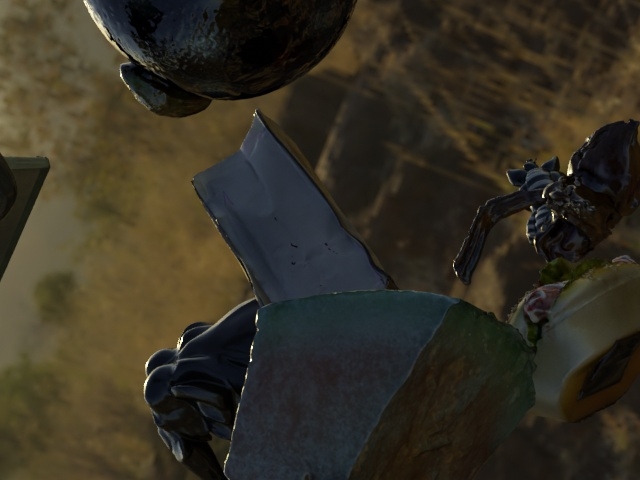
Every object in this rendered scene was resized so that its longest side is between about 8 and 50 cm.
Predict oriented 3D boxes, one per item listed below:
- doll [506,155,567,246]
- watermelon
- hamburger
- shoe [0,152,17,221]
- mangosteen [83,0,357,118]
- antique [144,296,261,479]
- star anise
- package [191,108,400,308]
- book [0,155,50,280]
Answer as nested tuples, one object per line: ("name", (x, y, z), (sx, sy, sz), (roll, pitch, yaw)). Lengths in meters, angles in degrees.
("doll", (0.349, -0.048, 2.558), (0.091, 0.067, 0.219), (-20, 44, 8))
("watermelon", (0.035, 0.166, 1.474), (0.151, 0.264, 0.302), (30, 80, 34))
("hamburger", (0.265, 0.096, 1.705), (0.116, 0.210, 0.173), (37, 123, 27))
("shoe", (-0.385, -0.013, 1.406), (0.132, 0.336, 0.171), (-54, 53, 32))
("mangosteen", (-0.098, -0.250, 1.564), (0.288, 0.288, 0.288), (-57, 20, 36))
("antique", (-0.074, 0.200, 2.237), (0.322, 0.255, 0.185), (-38, 21, 16))
("star anise", (0.339, -0.035, 2.396), (0.346, 0.148, 0.237), (-33, -5, 23))
("package", (-0.028, 0.018, 2.130), (0.165, 0.221, 0.311), (-37, 64, 3))
("book", (-0.461, -0.012, 2.029), (0.283, 0.214, 0.025), (-55, 45, 46))
